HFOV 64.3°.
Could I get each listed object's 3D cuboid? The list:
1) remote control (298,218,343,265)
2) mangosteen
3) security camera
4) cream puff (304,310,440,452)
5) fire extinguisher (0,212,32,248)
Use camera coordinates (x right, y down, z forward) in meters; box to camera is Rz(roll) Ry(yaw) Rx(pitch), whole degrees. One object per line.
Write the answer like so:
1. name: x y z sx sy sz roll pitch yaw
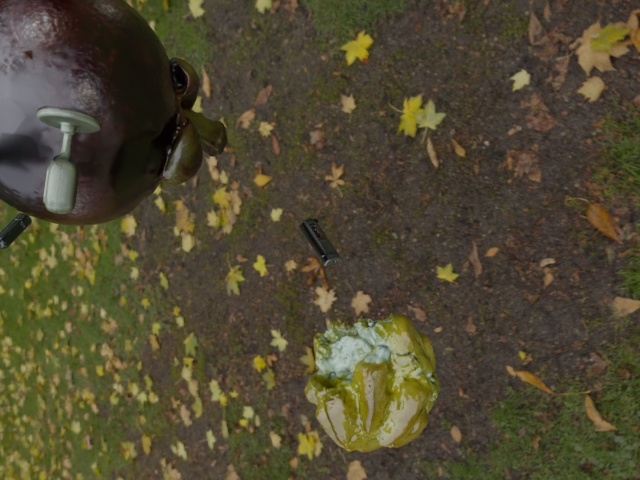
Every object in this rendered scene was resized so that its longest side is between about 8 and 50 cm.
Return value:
1. remote control: 0.000 0.000 0.692 0.091 0.034 0.016 -124 34 -44
2. mangosteen: -0.295 -0.158 0.647 0.293 0.297 0.297 29 117 0
3. security camera: -0.240 -0.071 0.472 0.058 0.058 0.092 1 82 48
4. cream puff: 0.075 0.221 0.753 0.221 0.194 0.195 -25 71 51
5. fire extinguisher: -0.502 -0.011 0.820 0.038 0.025 0.083 -45 18 42
